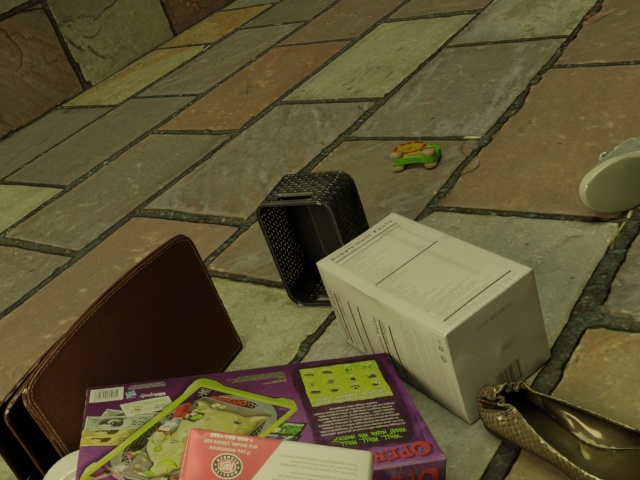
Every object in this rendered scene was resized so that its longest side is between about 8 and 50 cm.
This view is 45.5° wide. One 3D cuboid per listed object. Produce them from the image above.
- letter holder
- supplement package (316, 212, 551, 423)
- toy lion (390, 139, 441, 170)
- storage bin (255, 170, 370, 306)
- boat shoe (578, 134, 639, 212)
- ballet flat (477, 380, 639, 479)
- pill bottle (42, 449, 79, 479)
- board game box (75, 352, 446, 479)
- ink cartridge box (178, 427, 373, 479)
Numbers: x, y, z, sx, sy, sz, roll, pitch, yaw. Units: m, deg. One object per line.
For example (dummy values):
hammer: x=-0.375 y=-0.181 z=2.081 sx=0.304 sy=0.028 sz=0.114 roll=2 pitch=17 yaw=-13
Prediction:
letter holder: x=-0.271 y=0.147 z=0.970 sx=0.152 sy=0.214 sz=0.302 roll=2 pitch=36 yaw=33
supplement package: x=0.129 y=0.081 z=0.917 sx=0.139 sy=0.134 sz=0.244 roll=-32 pitch=32 yaw=-21
toy lion: x=0.176 y=-0.162 z=1.409 sx=0.100 sy=0.034 sz=0.096 roll=-2 pitch=26 yaw=28
storage bin: x=0.000 y=0.000 z=1.086 sx=0.122 sy=0.180 sz=0.084 roll=-2 pitch=35 yaw=29
boat shoe: x=0.450 y=-0.105 z=1.104 sx=0.227 sy=0.079 sz=0.081 roll=-24 pitch=22 yaw=-19
ballet flat: x=0.255 y=0.191 z=0.730 sx=0.084 sy=0.058 sz=0.250 roll=-36 pitch=36 yaw=-28
pill bottle: x=-0.210 y=0.308 z=0.758 sx=0.121 sy=0.121 sz=0.221 roll=-30 pitch=31 yaw=-16
board game box: x=-0.069 y=0.203 z=0.790 sx=0.347 sy=0.056 sz=0.208 roll=-5 pitch=18 yaw=-10
ink cartridge box: x=-0.047 y=0.277 z=0.607 sx=0.158 sy=0.092 sz=0.218 roll=9 pitch=59 yaw=-2
